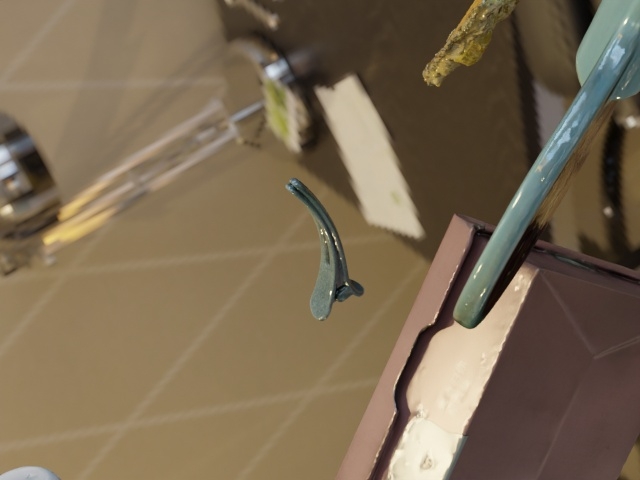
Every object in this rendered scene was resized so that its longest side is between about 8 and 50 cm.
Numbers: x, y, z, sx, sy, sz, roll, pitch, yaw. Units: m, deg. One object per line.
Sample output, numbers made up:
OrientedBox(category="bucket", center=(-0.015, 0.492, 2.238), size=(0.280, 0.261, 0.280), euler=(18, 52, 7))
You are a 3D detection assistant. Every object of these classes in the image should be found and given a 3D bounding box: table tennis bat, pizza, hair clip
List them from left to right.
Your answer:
OrientedBox(category="hair clip", center=(0.000, 0.000, 1.736), size=(0.039, 0.070, 0.229), euler=(46, 161, 40))
OrientedBox(category="pizza", center=(0.104, -0.141, 0.955), size=(0.026, 0.123, 0.108), euler=(36, -165, 0))
OrientedBox(category="table tennis bat", center=(0.120, -0.061, 0.684), size=(0.040, 0.153, 0.244), euler=(31, 123, 9))

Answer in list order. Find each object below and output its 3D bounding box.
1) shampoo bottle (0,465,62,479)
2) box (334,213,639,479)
OrientedBox(category="shampoo bottle", center=(-0.230, 0.284, 1.275), size=(0.074, 0.074, 0.192), euler=(29, 136, 55))
OrientedBox(category="box", center=(0.143, 0.109, 1.079), size=(0.215, 0.215, 0.086), euler=(16, -169, -44))
